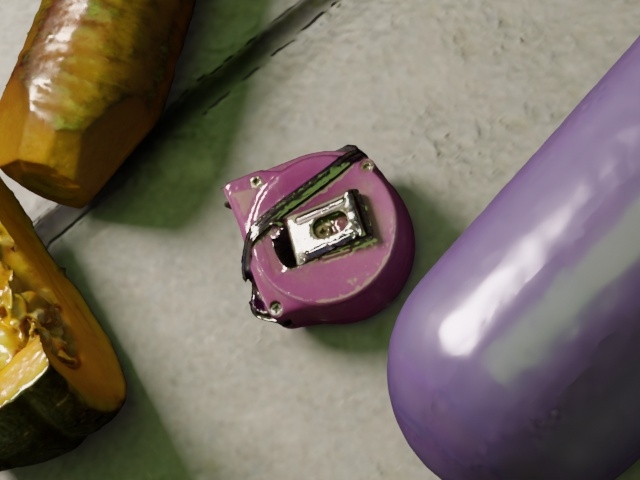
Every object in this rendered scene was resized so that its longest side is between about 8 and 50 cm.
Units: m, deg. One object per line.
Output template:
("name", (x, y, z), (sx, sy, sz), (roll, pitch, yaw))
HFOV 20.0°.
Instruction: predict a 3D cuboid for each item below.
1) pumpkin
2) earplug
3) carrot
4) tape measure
("pumpkin", (-0.229, 0.065, 1.268), (0.131, 0.126, 0.248), (-34, 48, 12))
("earplug", (0.228, -0.019, 1.116), (0.456, 0.215, 0.215), (-45, 67, 2))
("carrot", (-0.144, -0.174, 1.316), (0.114, 0.114, 0.301), (14, 75, 19))
("tape measure", (0.000, 0.000, 1.238), (0.125, 0.074, 0.118), (-24, 69, 10))
